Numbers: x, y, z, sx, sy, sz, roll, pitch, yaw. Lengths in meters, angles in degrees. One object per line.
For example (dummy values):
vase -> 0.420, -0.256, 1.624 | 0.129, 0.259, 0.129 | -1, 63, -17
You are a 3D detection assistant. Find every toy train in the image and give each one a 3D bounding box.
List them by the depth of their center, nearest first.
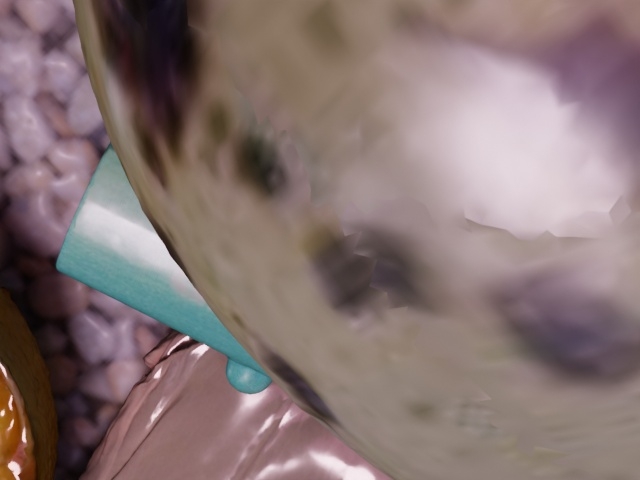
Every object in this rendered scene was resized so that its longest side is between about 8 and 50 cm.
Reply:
toy train -> 0.000, 0.000, 0.843 | 0.248, 0.101, 0.159 | 28, 103, 0

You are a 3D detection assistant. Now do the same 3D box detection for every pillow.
pillow -> -0.054, 0.166, 0.935 | 0.173, 0.067, 0.270 | 33, 111, 5

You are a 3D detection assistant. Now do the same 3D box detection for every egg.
egg -> 0.112, -0.069, 0.623 | 0.345, 0.345, 0.428 | -39, 100, 20

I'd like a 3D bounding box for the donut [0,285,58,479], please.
donut -> -0.225, 0.048, 0.906 | 0.295, 0.112, 0.151 | 35, 109, -4
